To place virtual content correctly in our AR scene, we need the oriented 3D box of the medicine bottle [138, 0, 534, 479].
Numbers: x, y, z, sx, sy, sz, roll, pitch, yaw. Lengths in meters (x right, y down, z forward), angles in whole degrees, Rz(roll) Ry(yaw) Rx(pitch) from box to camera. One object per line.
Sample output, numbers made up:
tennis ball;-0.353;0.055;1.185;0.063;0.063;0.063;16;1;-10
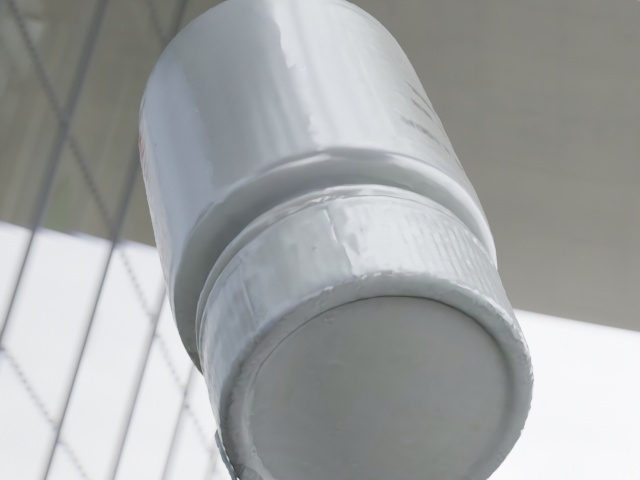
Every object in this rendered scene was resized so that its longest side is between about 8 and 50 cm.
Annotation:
medicine bottle;0.000;0.000;0.854;0.144;0.252;0.144;-5;-61;-8
